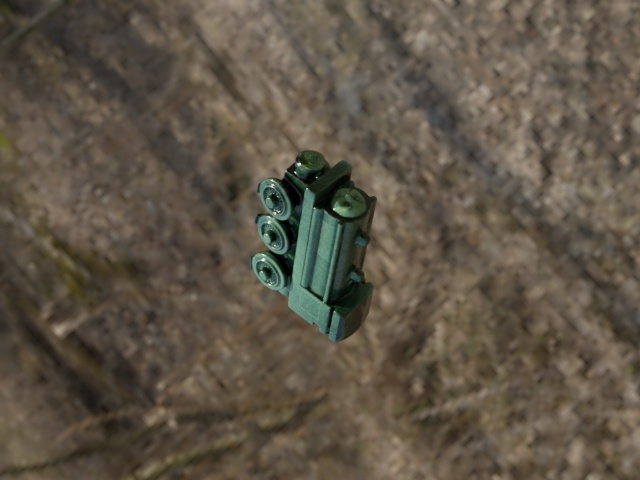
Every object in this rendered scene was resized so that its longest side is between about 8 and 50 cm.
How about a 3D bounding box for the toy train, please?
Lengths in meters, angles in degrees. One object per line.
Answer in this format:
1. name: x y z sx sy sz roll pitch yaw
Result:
1. toy train: 0.000 0.000 1.450 0.111 0.071 0.170 35 142 22
